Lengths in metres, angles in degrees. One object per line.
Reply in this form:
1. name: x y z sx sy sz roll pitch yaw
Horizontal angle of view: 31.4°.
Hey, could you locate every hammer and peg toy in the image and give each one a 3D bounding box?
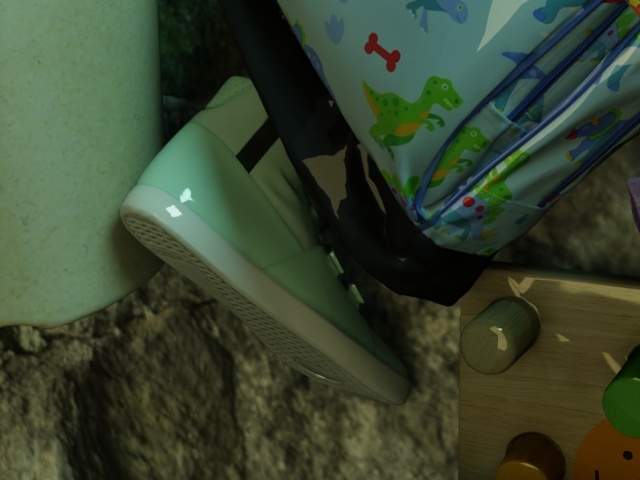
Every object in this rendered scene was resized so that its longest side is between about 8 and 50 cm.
1. hammer and peg toy: 0.253 0.159 0.673 0.361 0.127 0.265 7 107 27

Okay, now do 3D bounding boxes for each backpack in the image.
1. backpack: 0.110 -0.177 0.606 0.356 0.273 0.290 -32 68 19

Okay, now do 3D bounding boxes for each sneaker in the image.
1. sneaker: 0.000 0.000 0.788 0.256 0.151 0.094 43 157 -26

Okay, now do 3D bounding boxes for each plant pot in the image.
1. plant pot: -0.234 -0.111 0.781 0.334 0.334 0.305 5 117 27

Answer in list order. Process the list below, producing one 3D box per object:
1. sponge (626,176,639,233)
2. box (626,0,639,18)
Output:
1. sponge: 0.242 0.031 0.595 0.117 0.210 0.031 -13 132 10
2. box: 0.313 -0.033 0.456 0.177 0.279 0.290 -41 66 27
